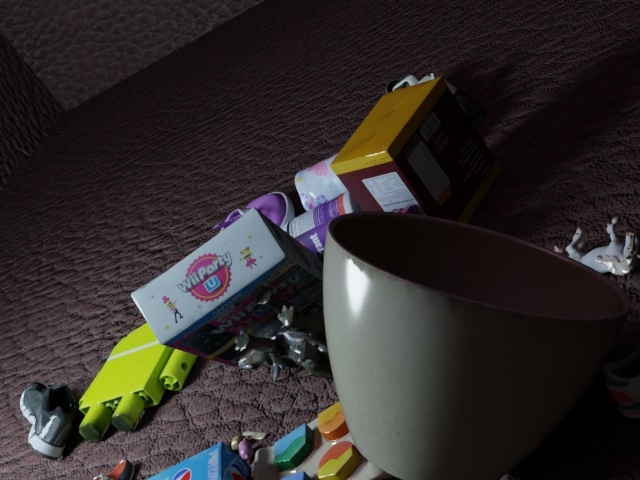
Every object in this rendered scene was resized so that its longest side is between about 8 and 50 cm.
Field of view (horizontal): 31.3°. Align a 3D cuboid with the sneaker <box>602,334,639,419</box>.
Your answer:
[{"bbox_3d":[0.371,0.125,1.193,0.161,0.075,0.057,-28,24,20],"label":"sneaker"}]

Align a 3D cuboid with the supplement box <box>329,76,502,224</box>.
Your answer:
[{"bbox_3d":[0.155,-0.116,1.814,0.129,0.194,0.191,-11,34,47],"label":"supplement box"}]

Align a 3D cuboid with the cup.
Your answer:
[{"bbox_3d":[0.143,0.130,1.249,0.331,0.331,0.237,-130,51,-67],"label":"cup"}]

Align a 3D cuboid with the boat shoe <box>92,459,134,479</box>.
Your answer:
[{"bbox_3d":[-0.338,0.387,1.760,0.049,0.043,0.137,-13,31,48],"label":"boat shoe"}]

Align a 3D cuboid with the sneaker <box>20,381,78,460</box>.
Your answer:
[{"bbox_3d":[-0.482,0.298,2.062,0.106,0.078,0.234,-59,26,7],"label":"sneaker"}]

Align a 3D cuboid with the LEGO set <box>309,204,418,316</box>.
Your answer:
[{"bbox_3d":[0.074,0.057,1.750,0.227,0.087,0.093,-51,22,-15],"label":"LEGO set"}]

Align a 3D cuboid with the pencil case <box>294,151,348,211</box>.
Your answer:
[{"bbox_3d":[0.087,-0.132,2.050,0.273,0.113,0.124,-29,14,19],"label":"pencil case"}]

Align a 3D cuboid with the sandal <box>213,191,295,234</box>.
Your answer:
[{"bbox_3d":[-0.150,0.005,2.141,0.169,0.102,0.416,-26,25,25],"label":"sandal"}]

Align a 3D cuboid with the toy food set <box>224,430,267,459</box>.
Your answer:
[{"bbox_3d":[-0.131,0.314,1.629,0.078,0.019,0.122,-6,37,51],"label":"toy food set"}]

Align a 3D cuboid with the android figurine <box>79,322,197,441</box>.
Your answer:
[{"bbox_3d":[-0.319,0.233,2.011,0.248,0.056,0.273,-22,28,33],"label":"android figurine"}]

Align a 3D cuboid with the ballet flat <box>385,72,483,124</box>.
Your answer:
[{"bbox_3d":[0.198,-0.265,2.164,0.095,0.096,0.280,-43,24,-14],"label":"ballet flat"}]

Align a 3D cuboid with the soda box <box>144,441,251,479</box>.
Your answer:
[{"bbox_3d":[-0.197,0.358,1.561,0.210,0.071,0.067,-29,37,19],"label":"soda box"}]

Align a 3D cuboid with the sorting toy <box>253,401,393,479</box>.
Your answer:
[{"bbox_3d":[-0.003,0.282,1.481,0.208,0.038,0.193,-30,23,15],"label":"sorting toy"}]

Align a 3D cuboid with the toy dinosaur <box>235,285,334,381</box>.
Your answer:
[{"bbox_3d":[-0.011,0.146,1.613,0.314,0.160,0.121,6,77,44],"label":"toy dinosaur"}]

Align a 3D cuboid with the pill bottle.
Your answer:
[{"bbox_3d":[0.000,0.000,1.928,0.193,0.108,0.108,-27,24,23],"label":"pill bottle"}]

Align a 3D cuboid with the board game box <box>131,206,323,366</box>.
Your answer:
[{"bbox_3d":[-0.118,0.082,1.735,0.224,0.097,0.303,-35,-20,6],"label":"board game box"}]

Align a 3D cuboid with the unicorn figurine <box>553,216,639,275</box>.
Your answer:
[{"bbox_3d":[0.362,0.016,1.454,0.162,0.060,0.111,-40,17,39],"label":"unicorn figurine"}]
